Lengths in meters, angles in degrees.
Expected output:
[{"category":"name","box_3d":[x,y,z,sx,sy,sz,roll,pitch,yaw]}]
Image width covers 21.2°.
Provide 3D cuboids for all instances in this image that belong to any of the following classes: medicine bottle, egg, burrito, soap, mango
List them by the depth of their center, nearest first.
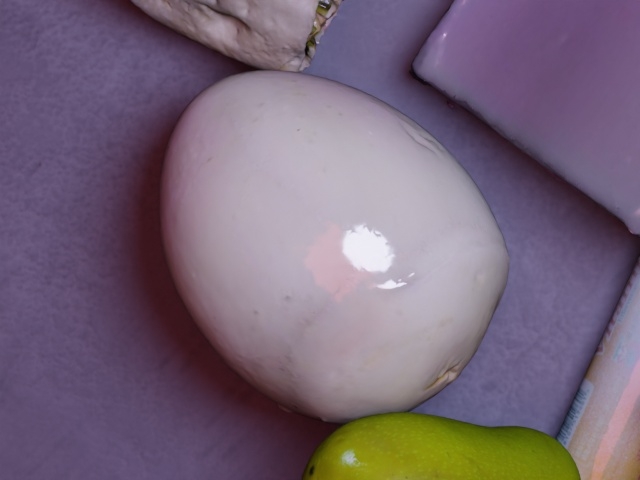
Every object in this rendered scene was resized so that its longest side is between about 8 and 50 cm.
[{"category":"mango","box_3d":[0.112,0.223,1.490,0.175,0.293,0.143,35,118,46]},{"category":"soap","box_3d":[0.270,-0.183,1.536,0.296,0.107,0.285,41,96,29]},{"category":"egg","box_3d":[0.000,0.000,1.541,0.283,0.283,0.345,-46,80,6]},{"category":"burrito","box_3d":[-0.134,-0.274,1.599,0.332,0.190,0.135,27,116,7]},{"category":"medicine bottle","box_3d":[0.338,0.038,1.601,0.108,0.108,0.426,24,97,4]}]
